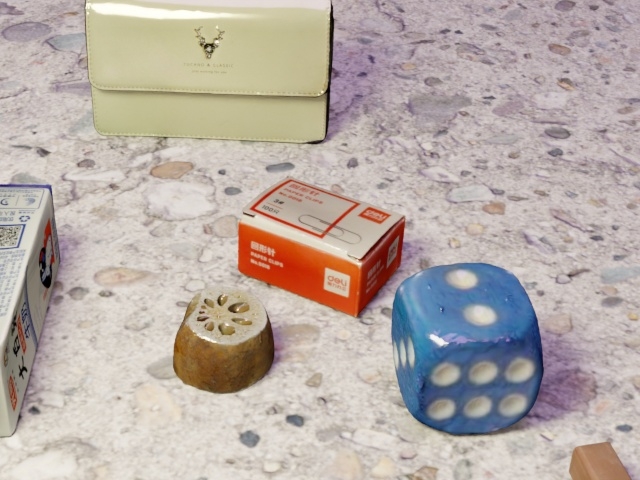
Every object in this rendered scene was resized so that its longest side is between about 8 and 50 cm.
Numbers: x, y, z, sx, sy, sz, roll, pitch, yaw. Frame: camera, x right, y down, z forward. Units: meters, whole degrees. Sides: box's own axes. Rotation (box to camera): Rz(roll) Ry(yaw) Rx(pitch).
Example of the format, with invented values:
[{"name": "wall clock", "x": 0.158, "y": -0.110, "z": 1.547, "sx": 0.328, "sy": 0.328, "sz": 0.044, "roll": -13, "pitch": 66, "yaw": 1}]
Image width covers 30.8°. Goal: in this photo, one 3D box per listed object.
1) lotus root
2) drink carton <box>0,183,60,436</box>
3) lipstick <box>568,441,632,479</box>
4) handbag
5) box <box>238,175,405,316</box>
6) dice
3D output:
[{"name": "lotus root", "x": -0.107, "y": 0.112, "z": 1.333, "sx": 0.112, "sy": 0.081, "sz": 0.122, "roll": 14, "pitch": 36, "yaw": 3}, {"name": "drink carton", "x": -0.377, "y": 0.070, "z": 1.322, "sx": 0.107, "sy": 0.130, "sz": 0.315, "roll": 0, "pitch": 36, "yaw": -1}, {"name": "lipstick", "x": 0.297, "y": 0.268, "z": 1.160, "sx": 0.045, "sy": 0.045, "sz": 0.145, "roll": -7, "pitch": 37, "yaw": -10}, {"name": "handbag", "x": -0.162, "y": -0.279, "z": 1.739, "sx": 0.359, "sy": 0.236, "sz": 0.160, "roll": 2, "pitch": 33, "yaw": -1}, {"name": "box", "x": 0.000, "y": 0.000, "z": 1.472, "sx": 0.182, "sy": 0.099, "sz": 0.133, "roll": 21, "pitch": 38, "yaw": 23}, {"name": "dice", "x": 0.159, "y": 0.116, "z": 1.279, "sx": 0.143, "sy": 0.146, "sz": 0.146, "roll": -5, "pitch": 36, "yaw": -7}]
